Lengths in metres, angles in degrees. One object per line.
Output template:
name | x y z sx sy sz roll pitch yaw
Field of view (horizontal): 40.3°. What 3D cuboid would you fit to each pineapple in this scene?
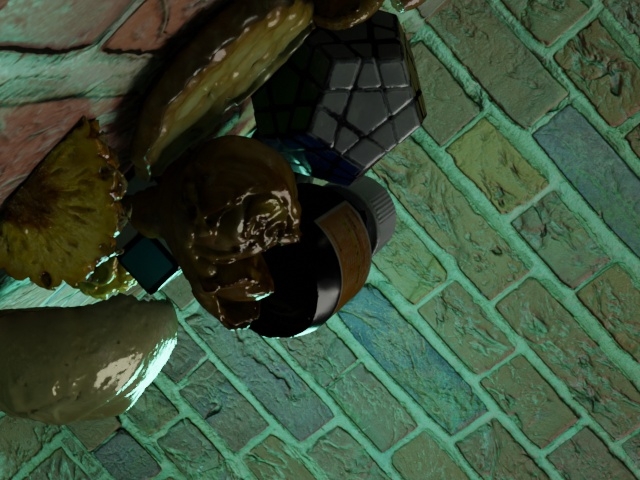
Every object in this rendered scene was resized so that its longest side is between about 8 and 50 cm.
pineapple | -0.289 -0.037 1.092 0.250 0.140 0.164 -45 -178 19

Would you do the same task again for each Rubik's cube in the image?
Rubik's cube | 0.031 -0.249 1.484 0.319 0.319 0.264 144 -32 -72
Rubik's cube | -0.268 -0.042 1.530 0.167 0.180 0.183 -40 -175 25

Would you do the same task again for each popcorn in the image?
popcorn | -0.398 0.037 1.705 0.194 0.140 0.163 -39 177 16

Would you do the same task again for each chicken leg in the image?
chicken leg | -0.188 -0.004 1.303 0.409 0.295 0.182 -1 -157 40

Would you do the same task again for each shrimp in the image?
shrimp | 0.065 -0.420 1.332 0.066 0.117 0.262 84 26 -51

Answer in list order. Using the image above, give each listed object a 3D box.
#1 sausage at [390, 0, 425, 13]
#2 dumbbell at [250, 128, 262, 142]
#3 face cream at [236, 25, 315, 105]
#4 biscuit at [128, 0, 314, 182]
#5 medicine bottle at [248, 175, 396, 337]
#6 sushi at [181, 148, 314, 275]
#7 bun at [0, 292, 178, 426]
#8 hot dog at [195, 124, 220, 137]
sausage | 0.299 -0.620 1.758 0.419 0.094 0.094 -41 152 5
dumbbell | -0.045 -0.265 2.128 0.185 0.185 0.388 -43 -177 -35
face cream | -0.084 -0.283 1.349 0.182 0.051 0.072 -42 178 25
biscuit | -0.128 -0.224 1.149 0.335 0.078 0.329 -44 180 -37
medicine bottle | 0.000 0.000 1.552 0.242 0.242 0.395 -41 176 37
sushi | -0.189 -0.055 1.812 0.328 0.285 0.328 96 19 -74
bun | -0.415 0.204 1.455 0.364 0.202 0.364 -7 175 -1
hot dog | -0.209 -0.198 1.565 0.044 0.028 0.137 -35 -176 8
